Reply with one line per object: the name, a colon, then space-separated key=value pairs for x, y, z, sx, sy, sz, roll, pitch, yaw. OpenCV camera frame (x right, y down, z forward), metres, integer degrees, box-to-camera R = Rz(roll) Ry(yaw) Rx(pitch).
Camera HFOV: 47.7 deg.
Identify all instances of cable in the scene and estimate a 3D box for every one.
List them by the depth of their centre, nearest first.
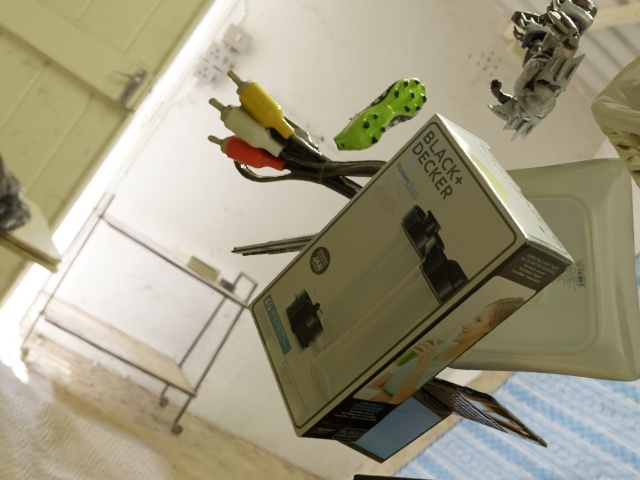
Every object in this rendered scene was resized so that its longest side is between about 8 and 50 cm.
cable: x=-0.022 y=-0.090 z=0.907 sx=0.287 sy=0.140 sz=0.072 roll=35 pitch=37 yaw=16

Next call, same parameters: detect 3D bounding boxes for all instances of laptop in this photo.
laptop: x=0.166 y=0.293 z=1.097 sx=0.264 sy=0.137 sz=0.234 roll=12 pitch=-19 yaw=41

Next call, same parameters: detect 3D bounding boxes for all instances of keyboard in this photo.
keyboard: x=0.000 y=0.000 z=1.184 sx=0.201 sy=0.033 sz=0.317 roll=-11 pitch=2 yaw=-30

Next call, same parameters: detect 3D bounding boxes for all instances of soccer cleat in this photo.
soccer cleat: x=0.086 y=-0.181 z=1.030 sx=0.072 sy=0.179 sz=0.060 roll=-5 pitch=-61 yaw=48

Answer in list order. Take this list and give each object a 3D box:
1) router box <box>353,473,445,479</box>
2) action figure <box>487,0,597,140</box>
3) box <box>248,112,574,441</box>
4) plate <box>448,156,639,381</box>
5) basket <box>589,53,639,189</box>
router box: x=0.173 y=0.373 z=0.732 sx=0.308 sy=0.243 sz=0.081 roll=-9 pitch=-21 yaw=35
action figure: x=0.320 y=-0.264 z=1.059 sx=0.099 sy=0.285 sz=0.185 roll=34 pitch=-42 yaw=-8
box: x=0.070 y=0.043 z=0.694 sx=0.087 sy=0.290 sz=0.169 roll=20 pitch=35 yaw=-44
plate: x=0.263 y=0.042 z=0.943 sx=0.277 sy=0.278 sz=0.045 roll=-3 pitch=2 yaw=38
basket: x=0.304 y=-0.104 z=0.522 sx=0.103 sy=0.167 sz=0.113 roll=50 pitch=-5 yaw=-28
